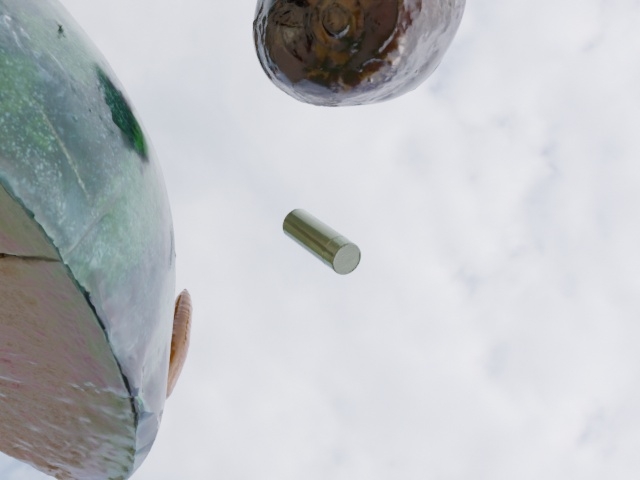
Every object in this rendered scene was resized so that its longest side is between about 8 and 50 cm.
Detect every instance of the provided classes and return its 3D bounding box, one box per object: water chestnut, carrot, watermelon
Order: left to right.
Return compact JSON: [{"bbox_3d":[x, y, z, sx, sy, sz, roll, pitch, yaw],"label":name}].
[{"bbox_3d":[-0.185,-0.041,0.420,0.319,0.222,0.292,33,-51,-10],"label":"watermelon"},{"bbox_3d":[-0.257,0.178,1.219,0.062,0.271,0.066,12,-44,0],"label":"carrot"},{"bbox_3d":[0.047,-0.301,0.942,0.289,0.244,0.288,-24,-130,33],"label":"water chestnut"}]

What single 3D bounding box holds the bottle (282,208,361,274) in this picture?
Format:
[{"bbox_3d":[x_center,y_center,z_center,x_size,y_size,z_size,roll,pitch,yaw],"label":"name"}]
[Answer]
[{"bbox_3d":[0.000,0.000,1.424,0.201,0.072,0.072,36,-67,50],"label":"bottle"}]
